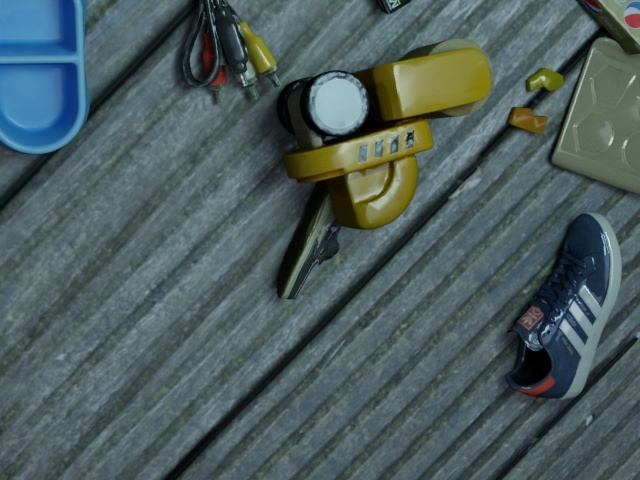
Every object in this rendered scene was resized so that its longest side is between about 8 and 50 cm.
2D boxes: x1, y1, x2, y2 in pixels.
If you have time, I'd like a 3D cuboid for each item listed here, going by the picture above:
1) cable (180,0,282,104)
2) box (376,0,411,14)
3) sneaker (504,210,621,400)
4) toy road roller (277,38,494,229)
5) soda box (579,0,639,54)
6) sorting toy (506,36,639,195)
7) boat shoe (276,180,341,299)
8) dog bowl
[{"bbox_3d":[-0.158,-0.342,1.644,0.139,0.072,0.287,-14,99,4],"label":"cable"},{"bbox_3d":[0.133,-0.469,1.665,0.184,0.045,0.191,-32,116,-1],"label":"box"},{"bbox_3d":[0.410,0.118,1.922,0.148,0.131,0.350,2,106,-24],"label":"sneaker"},{"bbox_3d":[0.103,-0.154,1.671,0.329,0.202,0.241,-17,99,-14],"label":"toy road roller"},{"bbox_3d":[0.481,-0.388,1.810,0.181,0.058,0.061,42,85,-16],"label":"soda box"},{"bbox_3d":[0.477,-0.224,1.893,0.307,0.041,0.229,18,98,-16],"label":"sorting toy"},{"bbox_3d":[0.000,-0.001,1.775,0.073,0.080,0.224,22,94,-18],"label":"boat shoe"},{"bbox_3d":[-0.406,-0.259,1.560,0.165,0.074,0.297,-4,108,-18],"label":"dog bowl"}]
